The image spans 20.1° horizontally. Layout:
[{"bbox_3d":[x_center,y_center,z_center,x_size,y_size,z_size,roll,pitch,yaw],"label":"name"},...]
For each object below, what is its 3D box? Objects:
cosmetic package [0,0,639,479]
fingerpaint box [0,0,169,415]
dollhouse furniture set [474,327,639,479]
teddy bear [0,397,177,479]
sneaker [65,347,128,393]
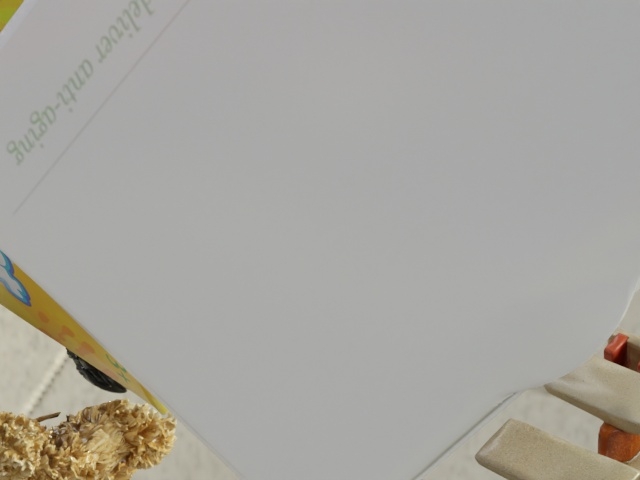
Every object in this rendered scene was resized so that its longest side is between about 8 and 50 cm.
[{"bbox_3d":[0.066,-0.093,0.551,0.155,0.197,0.365,44,29,0],"label":"cosmetic package"},{"bbox_3d":[-0.198,-0.182,0.797,0.371,0.445,0.163,28,60,34],"label":"fingerpaint box"},{"bbox_3d":[0.184,0.178,1.182,0.135,0.262,0.259,22,46,32],"label":"dollhouse furniture set"},{"bbox_3d":[-0.283,0.212,1.556,0.338,0.245,0.113,-1,73,-50],"label":"teddy bear"},{"bbox_3d":[-0.183,-0.004,1.606,0.100,0.271,0.108,9,27,29],"label":"sneaker"}]
